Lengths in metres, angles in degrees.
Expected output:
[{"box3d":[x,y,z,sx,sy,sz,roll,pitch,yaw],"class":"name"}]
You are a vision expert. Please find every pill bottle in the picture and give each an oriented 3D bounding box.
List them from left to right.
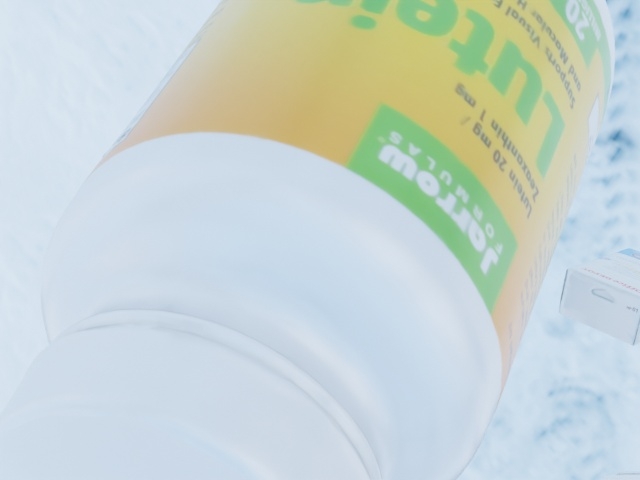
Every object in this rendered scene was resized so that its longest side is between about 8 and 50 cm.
[{"box3d":[0.000,0.000,0.459,0.136,0.246,0.136,14,134,15],"class":"pill bottle"}]

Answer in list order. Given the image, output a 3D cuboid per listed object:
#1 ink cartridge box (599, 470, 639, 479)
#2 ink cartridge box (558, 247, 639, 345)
[{"box3d":[0.352,0.413,1.589,0.395,0.285,0.166,-36,108,-42],"class":"ink cartridge box"},{"box3d":[0.303,0.053,1.468,0.122,0.088,0.052,-12,119,-48],"class":"ink cartridge box"}]
